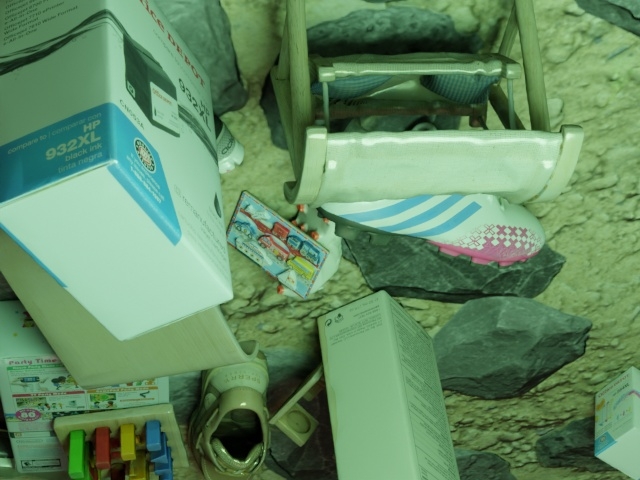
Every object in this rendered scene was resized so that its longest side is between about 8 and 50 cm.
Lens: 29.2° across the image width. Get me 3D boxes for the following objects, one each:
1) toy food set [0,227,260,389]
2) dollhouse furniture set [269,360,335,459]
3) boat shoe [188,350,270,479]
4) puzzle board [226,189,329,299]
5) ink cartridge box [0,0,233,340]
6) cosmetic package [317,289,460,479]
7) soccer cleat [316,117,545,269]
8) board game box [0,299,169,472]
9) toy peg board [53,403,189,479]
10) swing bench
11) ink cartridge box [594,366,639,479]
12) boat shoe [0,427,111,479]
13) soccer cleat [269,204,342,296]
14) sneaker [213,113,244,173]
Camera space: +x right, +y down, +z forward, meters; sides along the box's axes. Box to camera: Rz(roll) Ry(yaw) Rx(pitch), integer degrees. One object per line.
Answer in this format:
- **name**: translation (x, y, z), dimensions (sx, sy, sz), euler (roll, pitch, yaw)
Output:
- **toy food set**: translation (-0.224, 0.047, 1.428), dimensions (0.220, 0.092, 0.306), euler (-11, 130, 17)
- **dollhouse furniture set**: translation (0.045, 0.235, 1.746), dimensions (0.151, 0.144, 0.123), euler (41, 129, 1)
- **boat shoe**: translation (-0.134, 0.293, 1.813), dimensions (0.122, 0.110, 0.341), euler (-3, 141, -6)
- **puzzle board**: translation (-0.056, 0.008, 1.491), dimensions (0.128, 0.011, 0.096), euler (36, 137, 10)
- **ink cartridge box**: translation (-0.196, -0.099, 1.164), dimensions (0.129, 0.307, 0.223), euler (-22, 139, 14)
- **cosmetic package**: translation (0.094, 0.241, 1.627), dimensions (0.113, 0.309, 0.160), euler (-24, 138, 20)
- **soccer cleat**: translation (0.149, -0.057, 1.429), dimensions (0.331, 0.116, 0.143), euler (8, 113, -33)
- **board game box**: translation (-0.320, 0.203, 1.684), dimensions (0.224, 0.097, 0.303), euler (-2, 142, -9)
- **toy peg board**: translation (-0.269, 0.306, 1.683), dimensions (0.161, 0.079, 0.161), euler (-7, 143, -1)
- **swing bench**: translation (0.091, -0.132, 1.210), dimensions (0.253, 0.254, 0.165), euler (0, 141, -9)
- **ink cartridge box**: translation (0.480, 0.272, 1.875), dimensions (0.090, 0.143, 0.092), euler (30, 130, -15)
- **boat shoe**: translation (-0.402, 0.321, 1.836), dimensions (0.228, 0.068, 0.081), euler (11, 149, -22)
- **soccer cleat**: translation (0.000, 0.000, 1.518), dimensions (0.076, 0.068, 0.196), euler (-5, 145, -29)
- **sneaker**: translation (-0.175, -0.101, 1.362), dimensions (0.170, 0.063, 0.075), euler (-12, 134, 8)
